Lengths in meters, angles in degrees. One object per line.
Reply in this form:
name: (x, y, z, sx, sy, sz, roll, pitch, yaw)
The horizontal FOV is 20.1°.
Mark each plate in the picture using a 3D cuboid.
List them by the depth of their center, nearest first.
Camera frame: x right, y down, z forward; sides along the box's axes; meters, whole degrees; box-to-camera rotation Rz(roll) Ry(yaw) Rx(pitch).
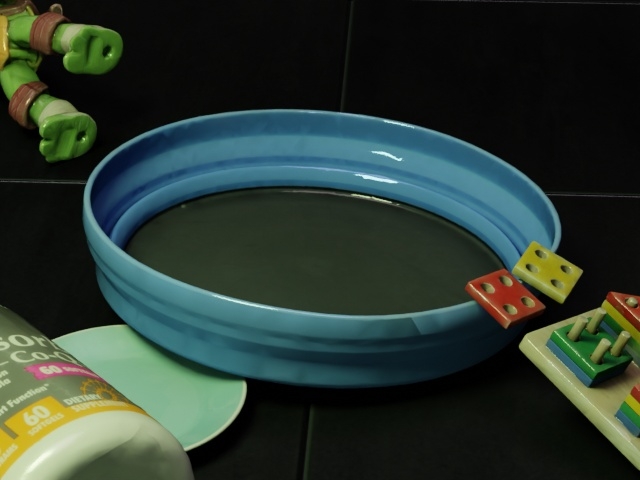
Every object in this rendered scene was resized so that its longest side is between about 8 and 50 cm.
plate: (-0.149, 0.120, 1.355, 0.188, 0.024, 0.188, 0, 29, 0)

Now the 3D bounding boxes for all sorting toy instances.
sorting toy: (0.231, 0.085, 1.314, 0.132, 0.046, 0.274, -15, 51, -43)

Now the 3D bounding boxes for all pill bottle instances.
pill bottle: (-0.221, 0.134, 1.187, 0.162, 0.162, 0.278, -22, 36, -35)

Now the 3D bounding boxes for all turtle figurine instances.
turtle figurine: (-0.342, -0.195, 1.765, 0.266, 0.274, 0.198, 29, 74, 35)

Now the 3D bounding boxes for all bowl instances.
bowl: (0.000, 0.000, 1.494, 0.391, 0.077, 0.391, 4, 27, -2)
